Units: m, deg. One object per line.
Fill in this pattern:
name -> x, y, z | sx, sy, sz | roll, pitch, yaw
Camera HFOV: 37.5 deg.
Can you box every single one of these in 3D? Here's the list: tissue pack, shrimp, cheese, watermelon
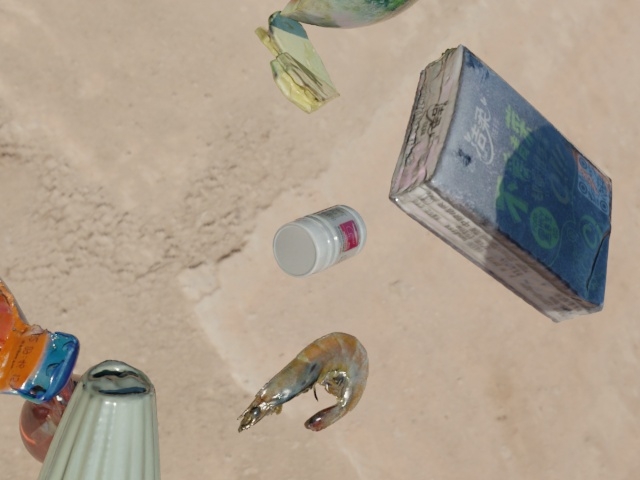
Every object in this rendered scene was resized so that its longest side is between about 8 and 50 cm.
tissue pack -> 0.304, -0.086, 1.504 | 0.394, 0.124, 0.288 | 35, 52, -27
shrimp -> -0.021, 0.247, 1.502 | 0.251, 0.052, 0.143 | -30, 109, -18
cheese -> -0.499, 0.158, 1.389 | 0.129, 0.329, 0.217 | 50, 54, -55
watermelon -> 0.080, -0.405, 1.373 | 0.176, 0.260, 0.256 | 34, 14, 28

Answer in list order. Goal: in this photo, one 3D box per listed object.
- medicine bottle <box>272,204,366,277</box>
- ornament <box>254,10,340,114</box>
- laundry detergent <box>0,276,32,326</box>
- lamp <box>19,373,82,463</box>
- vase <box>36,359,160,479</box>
medicine bottle -> 0.000, 0.000, 0.955 | 0.091, 0.058, 0.058 | -22, 81, -53
ornament -> -0.025, -0.287, 1.612 | 0.180, 0.059, 0.201 | 31, 32, -43
laundry detergent -> -0.582, 0.156, 1.658 | 0.143, 0.094, 0.290 | -39, 62, -16
lamp -> -0.402, 0.293, 1.490 | 0.215, 0.151, 0.223 | 48, -3, 22
vase -> -0.202, 0.230, 0.854 | 0.128, 0.248, 0.128 | 12, 18, -4
